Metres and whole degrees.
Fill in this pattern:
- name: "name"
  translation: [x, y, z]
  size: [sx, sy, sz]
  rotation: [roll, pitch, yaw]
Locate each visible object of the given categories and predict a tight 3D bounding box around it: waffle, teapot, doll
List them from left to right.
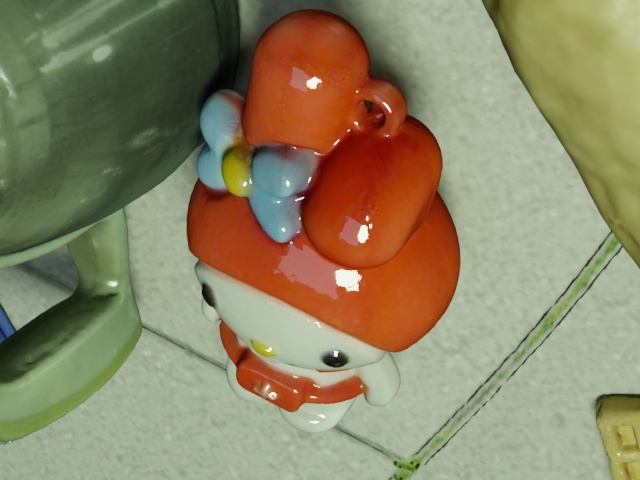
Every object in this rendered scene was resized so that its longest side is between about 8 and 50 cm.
- name: "teapot"
  translation: [-0.205, -0.061, 0.798]
  size: [0.239, 0.239, 0.322]
  rotation: [27, 128, 9]
- name: "doll"
  translation: [0.000, 0.000, 0.808]
  size: [0.161, 0.130, 0.290]
  rotation: [28, 141, 14]
- name: "waffle"
  translation: [0.224, 0.159, 0.869]
  size: [0.097, 0.023, 0.153]
  rotation: [-3, 116, 27]

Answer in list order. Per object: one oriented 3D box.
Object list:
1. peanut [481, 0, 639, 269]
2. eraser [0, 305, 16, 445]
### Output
- name: "peanut"
  translation: [0.212, -0.063, 0.654]
  size: [0.192, 0.169, 0.387]
  rotation: [-25, 110, 33]
- name: "eraser"
  translation: [-0.230, 0.093, 1.010]
  size: [0.027, 0.063, 0.085]
  rotation: [-15, 113, 29]
